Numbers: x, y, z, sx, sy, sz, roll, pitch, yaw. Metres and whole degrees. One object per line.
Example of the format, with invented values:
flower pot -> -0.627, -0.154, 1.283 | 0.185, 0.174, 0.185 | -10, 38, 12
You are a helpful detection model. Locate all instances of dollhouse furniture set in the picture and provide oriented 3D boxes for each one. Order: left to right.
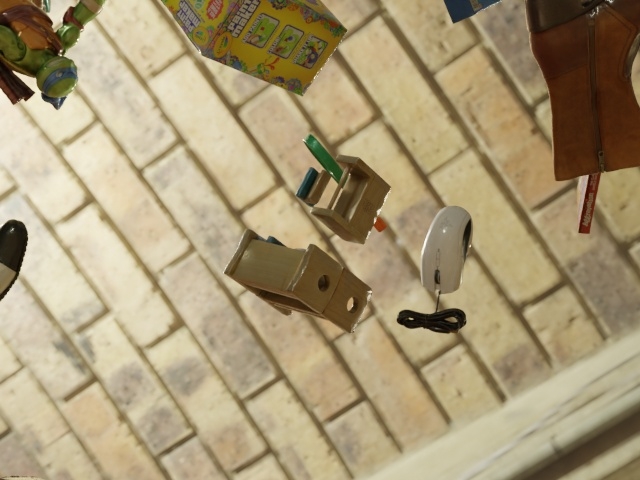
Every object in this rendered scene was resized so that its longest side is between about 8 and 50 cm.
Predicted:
dollhouse furniture set -> 0.000, 0.000, 1.466 | 0.129, 0.184, 0.129 | 13, 161, 45

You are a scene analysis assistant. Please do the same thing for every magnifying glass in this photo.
magnifying glass -> 0.047, -0.109, 2.223 | 0.231, 0.026, 0.092 | 51, 177, -10

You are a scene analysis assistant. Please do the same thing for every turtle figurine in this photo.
turtle figurine -> -0.361, -0.320, 1.411 | 0.266, 0.197, 0.275 | 45, 159, 22

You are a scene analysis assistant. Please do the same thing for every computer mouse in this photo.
computer mouse -> 0.176, 0.041, 1.736 | 0.042, 0.106, 0.193 | 13, -94, -59

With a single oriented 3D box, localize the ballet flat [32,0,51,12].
ballet flat -> -0.594, -0.560, 2.316 | 0.316, 0.106, 0.108 | 105, 165, -53

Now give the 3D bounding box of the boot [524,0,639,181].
boot -> 0.428, -0.229, 1.603 | 0.096, 0.264, 0.281 | -95, -11, -69

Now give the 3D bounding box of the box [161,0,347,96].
box -> -0.150, -0.474, 2.377 | 0.279, 0.177, 0.290 | 15, -151, -45

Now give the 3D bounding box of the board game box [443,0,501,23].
board game box -> 0.255, -0.470, 1.993 | 0.210, 0.047, 0.160 | -34, -77, -52

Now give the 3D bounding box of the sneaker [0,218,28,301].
sneaker -> -0.708, 0.082, 2.293 | 0.146, 0.331, 0.122 | 38, 177, -42

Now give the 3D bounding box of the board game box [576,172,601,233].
board game box -> 0.533, -0.167, 2.285 | 0.145, 0.027, 0.281 | -74, -12, -50

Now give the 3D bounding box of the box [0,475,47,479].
box -> -0.474, 0.513, 1.972 | 0.108, 0.153, 0.207 | 20, -103, -62
